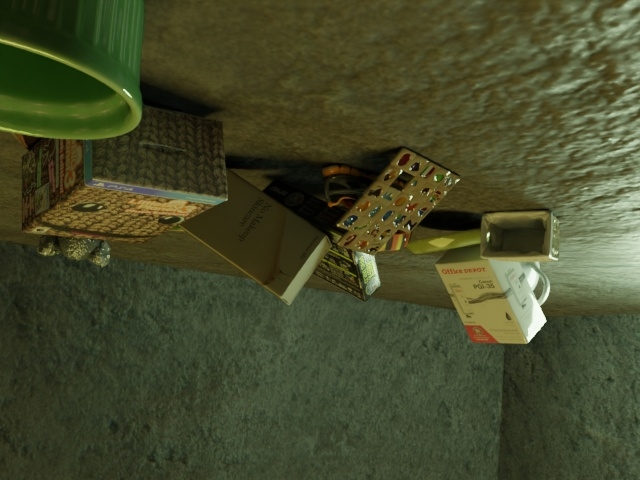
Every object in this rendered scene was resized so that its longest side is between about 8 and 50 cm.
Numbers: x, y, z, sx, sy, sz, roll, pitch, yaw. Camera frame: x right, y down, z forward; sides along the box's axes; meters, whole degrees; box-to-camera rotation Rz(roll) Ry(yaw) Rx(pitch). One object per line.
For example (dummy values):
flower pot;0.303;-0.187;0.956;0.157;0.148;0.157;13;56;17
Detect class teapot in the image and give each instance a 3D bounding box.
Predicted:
teapot;0.559;0.133;2.107;0.253;0.186;0.256;4;168;9

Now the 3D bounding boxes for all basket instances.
basket;0.476;-0.005;1.609;0.167;0.113;0.103;-1;169;36

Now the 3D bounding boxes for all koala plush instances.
koala plush;-0.575;-0.052;1.648;0.196;0.221;0.203;10;169;-25

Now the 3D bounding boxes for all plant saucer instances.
plant saucer;0.334;0.003;1.748;0.241;0.037;0.241;-11;177;-1

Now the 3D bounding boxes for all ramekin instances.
ramekin;-0.342;-0.231;0.753;0.304;0.148;0.303;5;169;1

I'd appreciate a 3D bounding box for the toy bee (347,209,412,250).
toy bee;0.090;0.003;1.647;0.299;0.162;0.195;-15;130;4

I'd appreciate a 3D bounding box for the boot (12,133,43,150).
boot;-0.426;-0.198;1.136;0.207;0.090;0.248;2;166;29

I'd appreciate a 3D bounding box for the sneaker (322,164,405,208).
sneaker;0.094;-0.096;1.422;0.215;0.083;0.084;10;167;-27

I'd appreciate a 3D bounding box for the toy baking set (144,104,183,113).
toy baking set;-0.273;-0.197;1.241;0.256;0.030;0.197;13;170;-33

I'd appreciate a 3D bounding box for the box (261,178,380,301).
box;0.000;0.000;1.514;0.270;0.060;0.216;26;148;35

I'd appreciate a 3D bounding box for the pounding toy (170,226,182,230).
pounding toy;-0.306;-0.109;1.598;0.183;0.110;0.237;-4;-160;-7

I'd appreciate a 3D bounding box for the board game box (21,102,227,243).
board game box;-0.336;-0.106;1.144;0.232;0.141;0.291;7;161;-41

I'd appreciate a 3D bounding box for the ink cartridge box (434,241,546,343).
ink cartridge box;0.482;0.147;1.945;0.117;0.282;0.207;-38;-163;-33

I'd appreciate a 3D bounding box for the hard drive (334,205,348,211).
hard drive;-0.014;-0.046;1.860;0.203;0.040;0.307;7;169;-4

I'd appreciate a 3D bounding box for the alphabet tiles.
alphabet tiles;0.143;-0.064;1.331;0.198;0.009;0.237;17;122;-46

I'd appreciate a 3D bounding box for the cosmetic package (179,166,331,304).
cosmetic package;-0.149;-0.022;1.397;0.310;0.160;0.113;33;173;13
